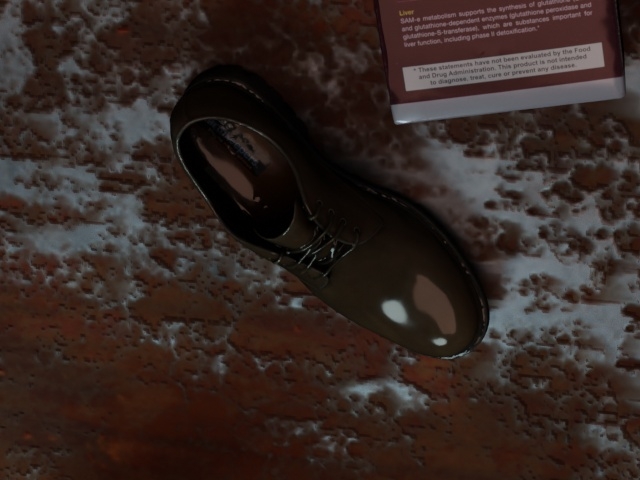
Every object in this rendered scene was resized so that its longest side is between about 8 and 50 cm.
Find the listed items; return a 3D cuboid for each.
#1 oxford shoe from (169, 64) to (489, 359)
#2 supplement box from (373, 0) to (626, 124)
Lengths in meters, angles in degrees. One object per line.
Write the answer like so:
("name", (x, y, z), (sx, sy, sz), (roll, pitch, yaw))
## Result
("oxford shoe", (0.000, 0.000, 1.052), (0.227, 0.096, 0.083), (37, 111, -6))
("supplement box", (0.086, -0.191, 0.975), (0.130, 0.073, 0.239), (-6, 110, 11))
